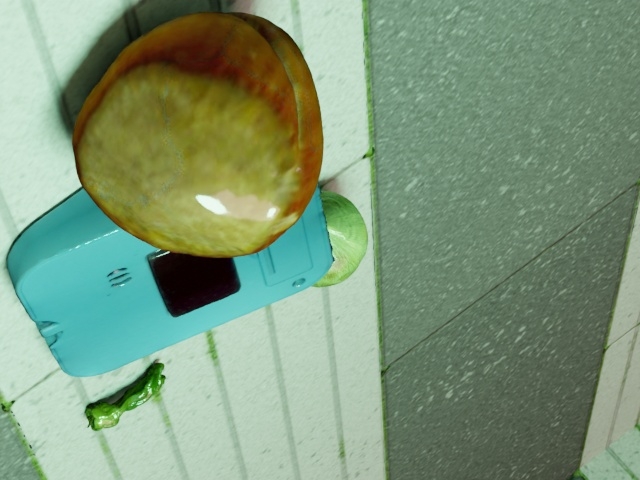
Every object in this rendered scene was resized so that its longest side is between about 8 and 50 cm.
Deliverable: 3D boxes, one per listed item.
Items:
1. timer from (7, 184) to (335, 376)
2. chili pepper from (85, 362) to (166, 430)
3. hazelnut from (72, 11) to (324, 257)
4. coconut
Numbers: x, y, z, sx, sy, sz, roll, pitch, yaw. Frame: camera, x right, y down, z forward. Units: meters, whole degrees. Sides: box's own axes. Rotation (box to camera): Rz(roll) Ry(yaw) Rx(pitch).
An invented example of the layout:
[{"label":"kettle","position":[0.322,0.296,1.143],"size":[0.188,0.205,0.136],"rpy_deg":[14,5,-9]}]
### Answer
[{"label":"timer","position":[-0.124,-0.001,1.451],"size":[0.250,0.091,0.232],"rpy_deg":[-26,155,-8]},{"label":"chili pepper","position":[-0.177,0.147,1.647],"size":[0.091,0.030,0.034],"rpy_deg":[-34,136,-20]},{"label":"hazelnut","position":[-0.075,-0.068,1.260],"size":[0.182,0.182,0.182],"rpy_deg":[-34,156,-18]},{"label":"coconut","position":[0.000,0.000,1.598],"size":[0.088,0.088,0.096],"rpy_deg":[-40,165,-4]}]
